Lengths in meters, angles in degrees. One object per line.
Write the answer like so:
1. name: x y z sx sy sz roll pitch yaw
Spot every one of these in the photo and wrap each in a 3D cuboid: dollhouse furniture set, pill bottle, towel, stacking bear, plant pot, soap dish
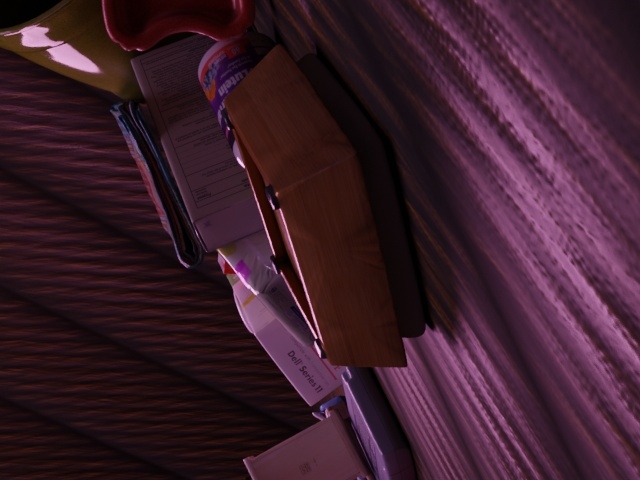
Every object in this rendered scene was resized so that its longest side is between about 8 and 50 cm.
1. dollhouse furniture set: 0.023 0.480 1.993 0.286 0.198 0.303 62 -173 13
2. pill bottle: -0.068 -0.150 1.221 0.108 0.108 0.193 80 165 -62
3. towel: -0.276 -0.102 1.656 0.271 0.040 0.370 68 170 -13
4. stacking bear: -0.179 -0.345 1.285 0.289 0.175 0.164 -107 10 -73
5. plant pot: -0.348 -0.401 1.609 0.353 0.366 0.366 38 -159 -57
6. soap dish: 0.002 -0.026 1.048 0.229 0.118 0.291 -121 11 -49

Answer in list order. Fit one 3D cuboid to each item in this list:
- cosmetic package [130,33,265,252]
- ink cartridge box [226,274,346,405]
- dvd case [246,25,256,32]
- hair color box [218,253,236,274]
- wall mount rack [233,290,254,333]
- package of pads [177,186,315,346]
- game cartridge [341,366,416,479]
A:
1. cosmetic package: -0.160 -0.157 1.526 0.113 0.160 0.309 79 169 -65
2. ink cartridge box: -0.051 0.170 1.928 0.207 0.119 0.353 55 179 -26
3. dvd case: -0.127 -0.325 1.487 0.164 0.018 0.221 82 164 -66
4. hair color box: -0.166 -0.026 1.971 0.093 0.053 0.167 -131 46 -71
5. wall mount rack: -0.141 0.030 2.214 0.350 0.130 0.304 -105 -8 -59
6. package of pads: -0.099 0.026 1.697 0.296 0.101 0.229 47 177 37
7. game cartridge: 0.105 0.351 1.763 0.198 0.062 0.297 59 170 28
